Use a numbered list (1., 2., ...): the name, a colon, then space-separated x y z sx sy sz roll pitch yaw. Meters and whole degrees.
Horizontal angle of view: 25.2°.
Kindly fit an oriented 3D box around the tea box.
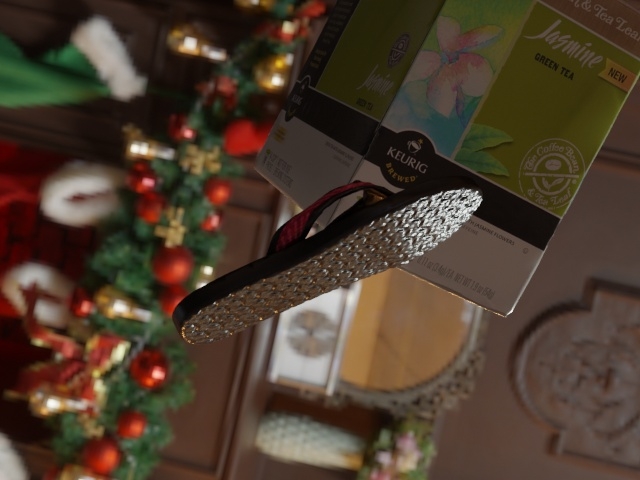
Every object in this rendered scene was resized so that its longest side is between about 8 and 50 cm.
1. tea box: 0.124 -0.142 1.464 0.323 0.220 0.329 -63 -161 6

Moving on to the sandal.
1. sandal: 0.000 0.000 0.765 0.067 0.179 0.040 63 3 -62
